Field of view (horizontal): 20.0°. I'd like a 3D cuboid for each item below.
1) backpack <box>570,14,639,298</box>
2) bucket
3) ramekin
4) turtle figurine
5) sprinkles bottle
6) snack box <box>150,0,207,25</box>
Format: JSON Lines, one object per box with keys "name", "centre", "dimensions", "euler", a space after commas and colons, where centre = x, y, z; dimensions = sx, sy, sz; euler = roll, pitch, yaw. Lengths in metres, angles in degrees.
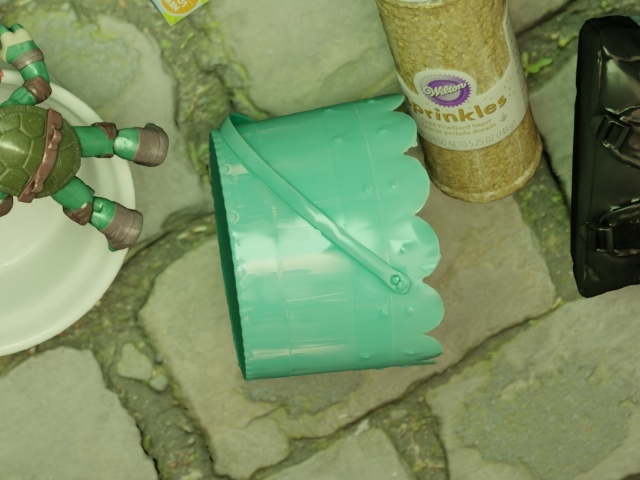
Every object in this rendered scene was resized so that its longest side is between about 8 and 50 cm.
{"name": "backpack", "centre": [0.432, -0.099, 1.829], "dimensions": [0.356, 0.273, 0.290], "euler": [0, 114, 4]}
{"name": "bucket", "centre": [0.000, 0.000, 1.698], "dimensions": [0.183, 0.281, 0.281], "euler": [-8, 117, -6]}
{"name": "ramekin", "centre": [-0.317, -0.044, 1.640], "dimensions": [0.277, 0.135, 0.277], "euler": [-8, 116, -16]}
{"name": "turtle figurine", "centre": [-0.247, -0.076, 1.511], "dimensions": [0.234, 0.118, 0.175], "euler": [20, 106, -32]}
{"name": "sprinkles bottle", "centre": [0.122, -0.180, 1.667], "dimensions": [0.121, 0.121, 0.355], "euler": [-29, 143, -4]}
{"name": "snack box", "centre": [-0.124, -0.325, 1.612], "dimensions": [0.174, 0.070, 0.207], "euler": [-34, 119, -2]}
